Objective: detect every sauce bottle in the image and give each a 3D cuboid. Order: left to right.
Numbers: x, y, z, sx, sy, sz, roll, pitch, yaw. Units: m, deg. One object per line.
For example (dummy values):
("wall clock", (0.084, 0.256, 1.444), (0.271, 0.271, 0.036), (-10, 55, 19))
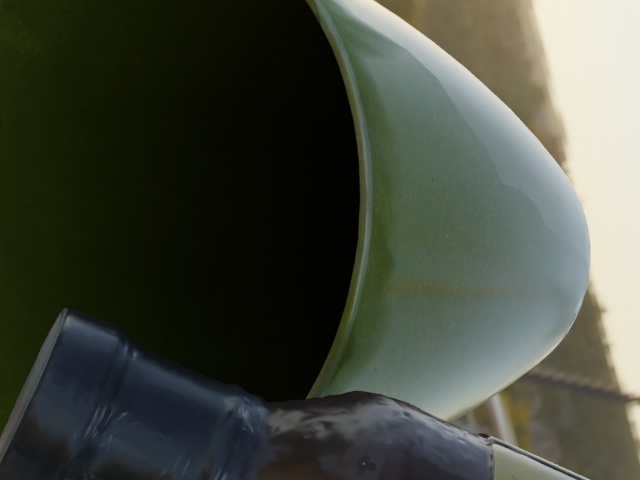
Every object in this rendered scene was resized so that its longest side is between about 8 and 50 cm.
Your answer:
("sauce bottle", (0.050, 0.124, 0.677), (0.111, 0.344, 0.111), (-63, -173, 15))

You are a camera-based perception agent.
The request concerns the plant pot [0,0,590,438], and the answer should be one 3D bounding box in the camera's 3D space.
("plant pot", (0.000, 0.000, 0.923), (0.293, 0.275, 0.274), (7, 66, -52))
